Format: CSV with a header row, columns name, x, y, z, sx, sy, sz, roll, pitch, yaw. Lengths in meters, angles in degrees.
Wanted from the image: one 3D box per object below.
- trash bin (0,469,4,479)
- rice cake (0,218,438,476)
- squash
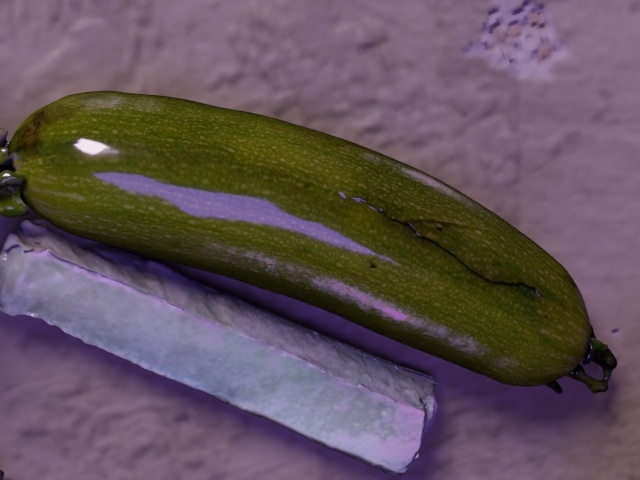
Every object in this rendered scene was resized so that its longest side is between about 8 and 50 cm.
name,x,y,z,sx,sy,sz,roll,pitch,yaw
trash bin,-0.260,0.176,0.649,0.241,0.122,0.164,6,111,-14
rice cake,-0.042,0.045,0.674,0.211,0.034,0.043,25,115,-18
squash,0.000,-0.003,0.640,0.319,0.071,0.080,18,94,-17
